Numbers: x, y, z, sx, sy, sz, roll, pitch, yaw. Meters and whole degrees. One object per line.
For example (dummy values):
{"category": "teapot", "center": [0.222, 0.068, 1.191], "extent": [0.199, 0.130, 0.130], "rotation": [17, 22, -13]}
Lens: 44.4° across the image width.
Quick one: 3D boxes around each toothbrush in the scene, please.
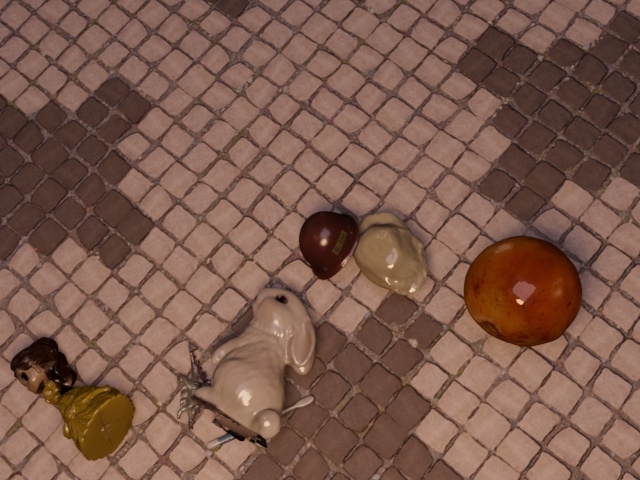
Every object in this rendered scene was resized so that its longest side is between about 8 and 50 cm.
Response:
{"category": "toothbrush", "center": [-0.140, 0.430, 1.846], "extent": [0.275, 0.025, 0.019], "rotation": [-25, 65, -1]}

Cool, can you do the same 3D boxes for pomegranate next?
{"category": "pomegranate", "center": [0.461, 0.113, 1.785], "extent": [0.264, 0.264, 0.264], "rotation": [-2, 71, 5]}

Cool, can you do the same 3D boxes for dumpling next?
{"category": "dumpling", "center": [0.167, 0.031, 1.896], "extent": [0.162, 0.132, 0.250], "rotation": [-43, 57, -1]}

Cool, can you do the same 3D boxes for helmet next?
{"category": "helmet", "center": [0.000, 0.000, 1.901], "extent": [0.155, 0.106, 0.175], "rotation": [30, 95, 52]}

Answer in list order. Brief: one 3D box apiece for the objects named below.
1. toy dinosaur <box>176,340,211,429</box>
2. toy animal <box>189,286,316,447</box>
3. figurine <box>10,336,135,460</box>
{"category": "toy dinosaur", "center": [-0.302, 0.346, 1.875], "extent": [0.082, 0.039, 0.209], "rotation": [-4, 82, 1]}
{"category": "toy animal", "center": [-0.126, 0.282, 1.812], "extent": [0.257, 0.194, 0.357], "rotation": [22, 64, 25]}
{"category": "figurine", "center": [-0.608, 0.360, 1.846], "extent": [0.315, 0.187, 0.168], "rotation": [28, 80, 22]}
